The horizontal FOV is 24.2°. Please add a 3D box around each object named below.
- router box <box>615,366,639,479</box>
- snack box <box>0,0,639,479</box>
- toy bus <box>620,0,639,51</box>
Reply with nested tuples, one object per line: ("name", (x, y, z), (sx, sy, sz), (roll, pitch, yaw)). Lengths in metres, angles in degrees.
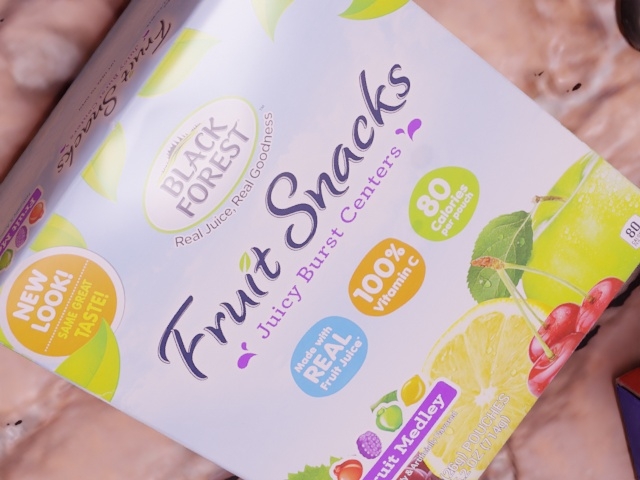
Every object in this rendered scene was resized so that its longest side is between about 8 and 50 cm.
("router box", (0.321, 0.155, 0.735), (0.301, 0.082, 0.335), (-25, 117, -13))
("snack box", (0.000, 0.000, 0.547), (0.207, 0.070, 0.174), (34, 94, -28))
("toy bus", (0.161, -0.196, 0.524), (0.130, 0.108, 0.333), (-28, 117, -14))
